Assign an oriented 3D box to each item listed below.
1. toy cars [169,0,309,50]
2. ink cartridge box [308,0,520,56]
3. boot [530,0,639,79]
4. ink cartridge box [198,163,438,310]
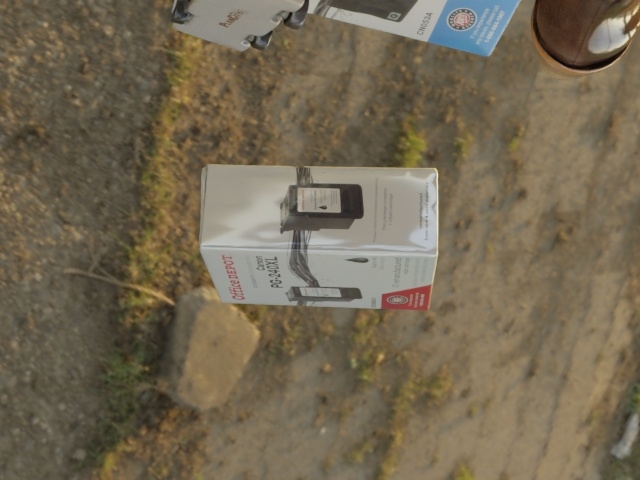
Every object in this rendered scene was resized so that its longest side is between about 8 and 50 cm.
[{"bbox_3d":[-0.107,-0.263,0.849,0.394,0.177,0.087,31,70,-68],"label":"toy cars"},{"bbox_3d":[0.057,-0.322,0.964,0.223,0.308,0.129,114,-13,-62],"label":"ink cartridge box"},{"bbox_3d":[0.192,-0.228,0.610,0.207,0.090,0.248,61,44,-81],"label":"boot"},{"bbox_3d":[0.000,0.000,0.670,0.109,0.151,0.063,83,9,-67],"label":"ink cartridge box"}]
